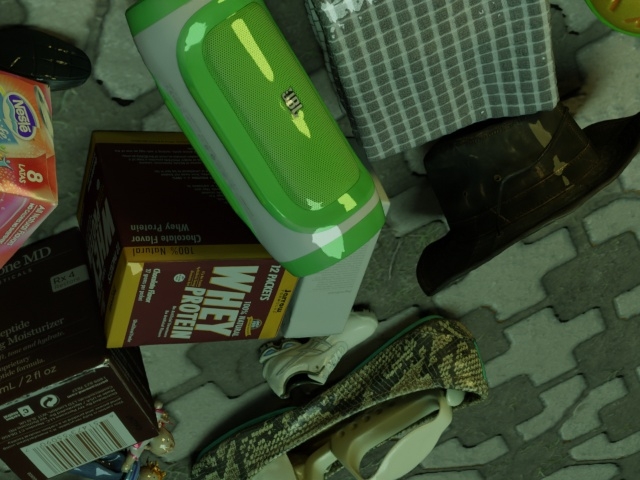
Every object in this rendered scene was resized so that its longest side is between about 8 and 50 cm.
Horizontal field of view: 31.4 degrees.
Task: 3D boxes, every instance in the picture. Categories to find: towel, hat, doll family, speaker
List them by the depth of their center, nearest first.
[{"bbox_3d":[-0.059,-0.116,1.077,0.131,0.131,0.296,-30,103,9],"label":"speaker"},{"bbox_3d":[0.117,-0.215,1.160,0.235,0.121,0.284,-23,141,1],"label":"towel"},{"bbox_3d":[0.206,-0.085,1.315,0.331,0.331,0.134,-37,99,17],"label":"hat"},{"bbox_3d":[-0.296,0.337,1.565,0.163,0.263,0.118,31,161,-33],"label":"doll family"}]

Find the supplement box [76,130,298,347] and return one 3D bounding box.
[{"bbox_3d":[-0.144,-0.004,1.215,0.191,0.194,0.129,-1,136,-24],"label":"supplement box"}]

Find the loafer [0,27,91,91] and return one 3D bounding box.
[{"bbox_3d":[-0.304,-0.162,1.076,0.170,0.062,0.061,3,149,-20],"label":"loafer"}]

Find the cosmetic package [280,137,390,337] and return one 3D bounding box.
[{"bbox_3d":[0.000,0.000,1.351,0.085,0.117,0.231,-3,135,-23],"label":"cosmetic package"}]

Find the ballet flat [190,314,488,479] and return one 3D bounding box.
[{"bbox_3d":[0.026,0.289,1.637,0.482,0.182,0.164,-32,141,11],"label":"ballet flat"}]

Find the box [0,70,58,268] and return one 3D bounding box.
[{"bbox_3d":[-0.382,-0.029,1.071,0.154,0.142,0.300,14,141,-38],"label":"box"}]

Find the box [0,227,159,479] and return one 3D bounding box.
[{"bbox_3d":[-0.302,0.133,1.288,0.168,0.203,0.167,-23,141,-1],"label":"box"}]

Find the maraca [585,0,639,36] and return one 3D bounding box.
[{"bbox_3d":[0.325,-0.291,1.196,0.185,0.099,0.127,35,108,-18],"label":"maraca"}]

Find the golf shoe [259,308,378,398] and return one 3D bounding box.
[{"bbox_3d":[0.006,0.160,1.558,0.176,0.086,0.069,-26,139,2],"label":"golf shoe"}]
